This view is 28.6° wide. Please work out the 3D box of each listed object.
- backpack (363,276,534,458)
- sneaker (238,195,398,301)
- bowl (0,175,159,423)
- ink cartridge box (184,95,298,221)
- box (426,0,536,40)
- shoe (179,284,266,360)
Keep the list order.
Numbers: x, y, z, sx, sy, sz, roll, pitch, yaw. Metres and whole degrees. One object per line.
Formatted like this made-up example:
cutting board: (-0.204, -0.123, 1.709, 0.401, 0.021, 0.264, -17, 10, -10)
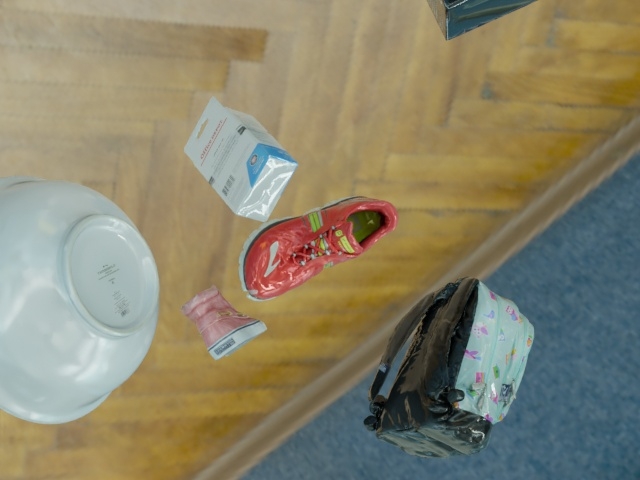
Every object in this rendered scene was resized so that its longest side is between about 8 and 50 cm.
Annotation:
backpack: (0.141, 0.131, 1.296, 0.115, 0.152, 0.182, 36, 62, -26)
sneaker: (0.000, 0.000, 1.849, 0.279, 0.118, 0.107, -31, 106, -32)
bowl: (-0.281, 0.053, 1.438, 0.134, 0.298, 0.298, -17, 137, 35)
ink cartridge box: (-0.055, -0.056, 0.847, 0.028, 0.083, 0.048, 13, 116, -43)
box: (0.201, -0.335, 1.195, 0.261, 0.184, 0.103, -24, 170, 1)
shoe: (-0.119, 0.096, 1.544, 0.063, 0.178, 0.081, -35, 86, 5)
